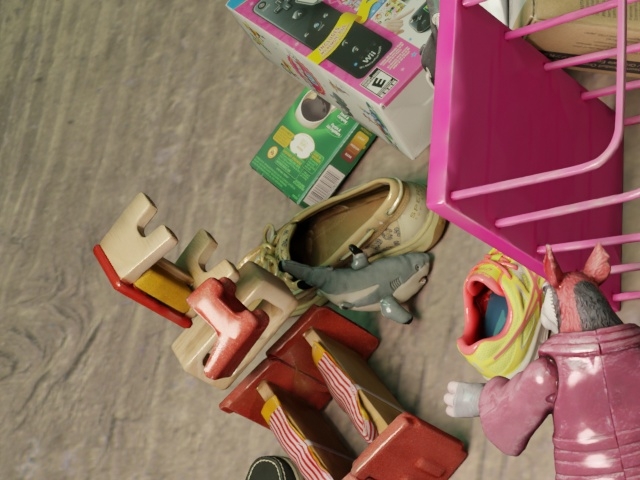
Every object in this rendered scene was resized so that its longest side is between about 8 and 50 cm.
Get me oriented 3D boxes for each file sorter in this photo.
[{"bbox_3d":[0.252,-0.086,1.414,0.182,0.290,0.202,-11,63,37],"label":"file sorter"}]

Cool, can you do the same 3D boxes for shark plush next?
[{"bbox_3d":[0.032,0.033,1.675,0.073,0.161,0.067,-117,40,-71],"label":"shark plush"}]

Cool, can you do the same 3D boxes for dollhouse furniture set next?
[{"bbox_3d":[-0.056,0.137,1.544,0.152,0.374,0.201,-49,43,9],"label":"dollhouse furniture set"}]

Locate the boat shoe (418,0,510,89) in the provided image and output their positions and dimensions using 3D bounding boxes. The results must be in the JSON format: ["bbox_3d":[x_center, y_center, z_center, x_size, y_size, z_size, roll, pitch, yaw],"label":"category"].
[{"bbox_3d":[0.147,-0.179,1.584,0.102,0.108,0.301,-12,86,29],"label":"boat shoe"}]

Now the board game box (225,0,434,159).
[{"bbox_3d":[0.070,-0.250,1.771,0.224,0.097,0.303,-46,43,-6],"label":"board game box"}]

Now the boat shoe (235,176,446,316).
[{"bbox_3d":[0.000,0.000,1.758,0.285,0.089,0.104,-28,54,32],"label":"boat shoe"}]

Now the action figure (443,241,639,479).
[{"bbox_3d":[0.225,0.182,1.304,0.248,0.276,0.370,-15,89,10],"label":"action figure"}]

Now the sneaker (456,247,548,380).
[{"bbox_3d":[0.182,0.034,1.564,0.081,0.094,0.208,-4,67,45],"label":"sneaker"}]

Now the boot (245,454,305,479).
[{"bbox_3d":[-0.102,0.316,1.639,0.085,0.178,0.236,-6,68,42],"label":"boot"}]

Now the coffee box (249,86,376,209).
[{"bbox_3d":[0.011,-0.128,1.836,0.184,0.040,0.113,-54,43,3],"label":"coffee box"}]

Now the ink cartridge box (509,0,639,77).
[{"bbox_3d":[0.278,-0.275,1.545,0.088,0.193,0.235,113,162,-65],"label":"ink cartridge box"}]
